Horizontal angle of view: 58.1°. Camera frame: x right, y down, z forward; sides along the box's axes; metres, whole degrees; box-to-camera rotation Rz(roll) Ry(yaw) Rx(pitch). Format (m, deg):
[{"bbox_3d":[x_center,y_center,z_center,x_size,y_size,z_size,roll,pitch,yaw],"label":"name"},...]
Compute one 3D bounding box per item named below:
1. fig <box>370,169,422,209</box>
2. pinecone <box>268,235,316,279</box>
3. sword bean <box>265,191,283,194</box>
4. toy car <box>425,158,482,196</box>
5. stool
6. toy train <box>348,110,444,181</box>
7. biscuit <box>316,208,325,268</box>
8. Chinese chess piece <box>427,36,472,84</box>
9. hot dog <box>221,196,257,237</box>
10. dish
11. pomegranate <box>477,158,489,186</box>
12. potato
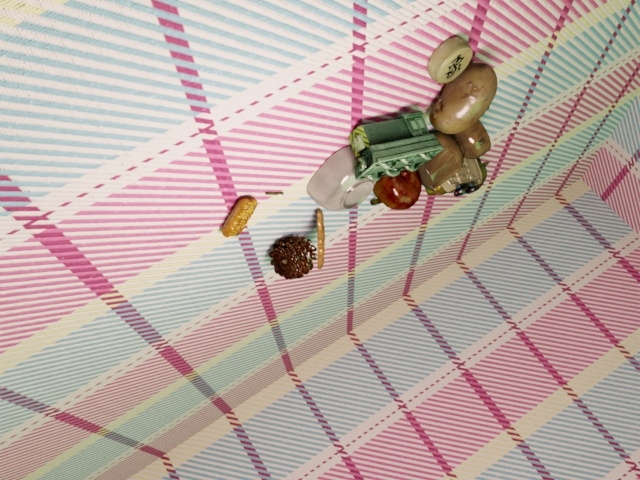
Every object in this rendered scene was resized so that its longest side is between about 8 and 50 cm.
[{"bbox_3d":[0.260,-0.207,2.134,0.190,0.191,0.290,-34,-167,-5],"label":"fig"},{"bbox_3d":[-0.087,0.055,2.091,0.165,0.163,0.163,-32,161,-50],"label":"pinecone"},{"bbox_3d":[-0.144,-0.146,1.793,0.083,0.012,0.012,-7,143,-51],"label":"sword bean"},{"bbox_3d":[0.512,-0.260,2.340,0.247,0.204,0.198,-14,172,-39],"label":"toy car"},{"bbox_3d":[0.460,-0.326,2.098,0.264,0.179,0.179,-35,157,-3],"label":"stool"},{"bbox_3d":[0.228,-0.299,1.826,0.330,0.178,0.138,-16,169,-32],"label":"toy train"},{"bbox_3d":[0.000,0.000,2.100,0.035,0.162,0.250,3,123,2],"label":"biscuit"},{"bbox_3d":[0.391,-0.542,1.740,0.144,0.059,0.144,-31,157,-14],"label":"Chinese chess piece"},{"bbox_3d":[-0.243,-0.072,1.745,0.071,0.045,0.165,-7,144,-46],"label":"hot dog"},{"bbox_3d":[0.091,-0.188,1.913,0.256,0.117,0.256,-30,156,-15],"label":"dish"},{"bbox_3d":[0.660,-0.296,2.522,0.148,0.148,0.169,-52,179,32],"label":"pomegranate"},{"bbox_3d":[0.466,-0.458,1.880,0.164,0.165,0.262,-12,154,-45],"label":"potato"}]
